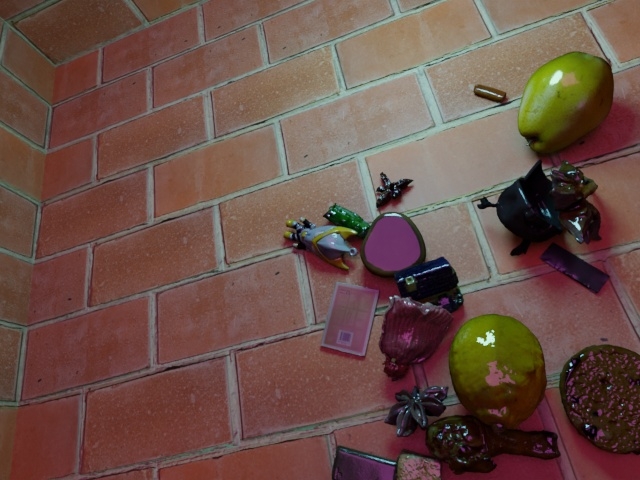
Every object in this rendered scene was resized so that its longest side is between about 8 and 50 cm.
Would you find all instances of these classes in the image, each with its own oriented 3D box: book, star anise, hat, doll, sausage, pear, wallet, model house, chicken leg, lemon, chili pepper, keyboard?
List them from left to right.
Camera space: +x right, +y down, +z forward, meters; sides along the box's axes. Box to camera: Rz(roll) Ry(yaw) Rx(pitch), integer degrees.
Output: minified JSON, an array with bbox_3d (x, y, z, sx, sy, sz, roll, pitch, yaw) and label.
[{"bbox_3d":[0.001,-0.004,1.706,0.316,0.103,0.146,20,80,30],"label":"doll"},{"bbox_3d":[0.105,-0.075,1.718,0.224,0.061,0.098,31,50,34],"label":"chili pepper"},{"bbox_3d":[0.105,0.277,1.598,0.170,0.018,0.242,9,72,20],"label":"book"},{"bbox_3d":[0.136,0.722,1.394,0.198,0.031,0.110,6,71,21],"label":"wallet"},{"bbox_3d":[0.259,-0.210,1.684,0.140,0.144,0.158,8,72,30],"label":"star anise"},{"bbox_3d":[0.281,0.320,1.442,0.236,0.107,0.286,18,101,-11],"label":"hat"},{"bbox_3d":[0.287,0.518,1.353,0.212,0.073,0.197,-19,19,51],"label":"star anise"},{"bbox_3d":[0.357,0.156,1.458,0.194,0.211,0.170,-19,62,9],"label":"model house"},{"bbox_3d":[0.665,-0.582,1.759,0.131,0.039,0.041,30,87,27],"label":"sausage"},{"bbox_3d":[0.475,0.568,1.246,0.361,0.211,0.140,-3,99,20],"label":"chicken leg"},{"bbox_3d":[0.497,0.362,1.273,0.285,0.285,0.316,37,40,27],"label":"lemon"},{"bbox_3d":[0.679,-0.107,1.504,0.238,0.209,0.336,48,48,-7],"label":"hat"},{"bbox_3d":[0.838,-0.468,1.531,0.284,0.285,0.336,10,87,22],"label":"pear"},{"bbox_3d":[0.820,0.087,1.444,0.196,0.015,0.074,38,80,27],"label":"keyboard"},{"bbox_3d":[0.806,-0.129,1.401,0.109,0.349,0.292,-14,80,43],"label":"star anise"}]

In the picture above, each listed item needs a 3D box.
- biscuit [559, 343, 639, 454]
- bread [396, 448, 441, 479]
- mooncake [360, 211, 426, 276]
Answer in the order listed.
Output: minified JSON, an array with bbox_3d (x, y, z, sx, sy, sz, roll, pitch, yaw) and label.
[{"bbox_3d":[0.823,0.441,1.255,0.295,0.075,0.296,-3,74,12],"label":"biscuit"},{"bbox_3d":[0.285,0.726,1.304,0.138,0.102,0.196,0,71,21],"label":"bread"},{"bbox_3d":[0.266,0.024,1.590,0.234,0.117,0.235,-2,80,10],"label":"mooncake"}]
